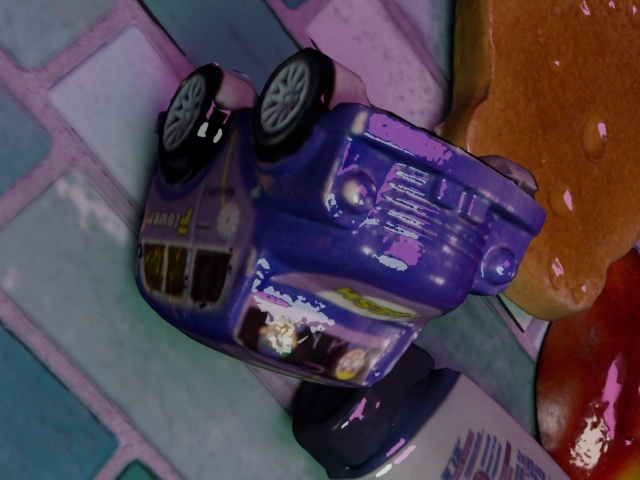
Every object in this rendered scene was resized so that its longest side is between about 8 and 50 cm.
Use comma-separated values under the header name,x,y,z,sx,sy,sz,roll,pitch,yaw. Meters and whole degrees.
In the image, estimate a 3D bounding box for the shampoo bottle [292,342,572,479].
name,x,y,z,sx,sy,sz,roll,pitch,yaw
shampoo bottle,0.130,0.200,0.670,0.359,0.078,0.134,47,53,-21

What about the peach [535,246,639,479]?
name,x,y,z,sx,sy,sz,roll,pitch,yaw
peach,0.283,0.120,0.813,0.189,0.068,0.279,36,61,-29

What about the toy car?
name,x,y,z,sx,sy,sz,roll,pitch,yaw
toy car,0.000,0.000,0.520,0.172,0.235,0.158,23,79,-32

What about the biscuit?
name,x,y,z,sx,sy,sz,roll,pitch,yaw
biscuit,0.203,-0.113,0.803,0.287,0.057,0.344,52,55,-18
